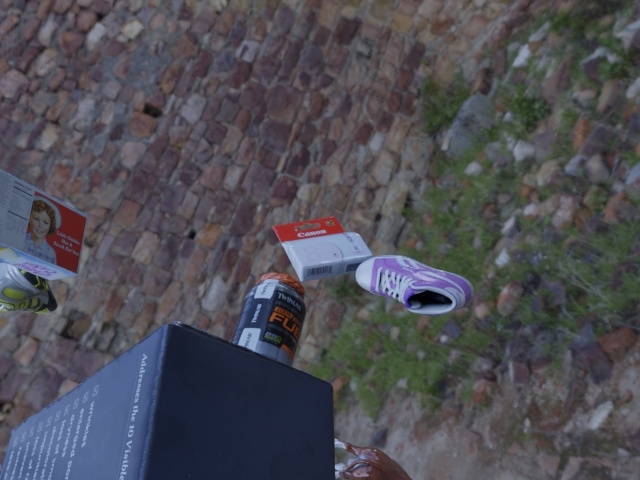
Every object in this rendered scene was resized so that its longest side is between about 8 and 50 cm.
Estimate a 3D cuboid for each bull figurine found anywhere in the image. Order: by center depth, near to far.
[{"bbox_3d":[0.141,0.556,1.339,0.188,0.310,0.101,-2,43,39],"label":"bull figurine"}]

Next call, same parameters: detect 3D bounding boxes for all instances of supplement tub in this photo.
[{"bbox_3d":[-0.164,0.281,1.863,0.207,0.207,0.338,120,168,-51],"label":"supplement tub"}]

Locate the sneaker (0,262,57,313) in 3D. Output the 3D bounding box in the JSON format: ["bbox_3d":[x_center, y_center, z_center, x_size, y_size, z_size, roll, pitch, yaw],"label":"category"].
[{"bbox_3d":[-0.842,0.134,1.651,0.147,0.145,0.384,-27,-12,-19],"label":"sneaker"}]

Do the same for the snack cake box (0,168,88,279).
[{"bbox_3d":[-0.633,-0.030,1.268,0.264,0.089,0.152,42,-137,-57],"label":"snack cake box"}]

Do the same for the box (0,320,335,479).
[{"bbox_3d":[-0.237,0.437,0.773,0.472,0.297,0.480,-35,41,36],"label":"box"}]

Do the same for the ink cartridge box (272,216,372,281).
[{"bbox_3d":[0.000,0.000,1.503,0.232,0.189,0.066,-118,27,-42],"label":"ink cartridge box"}]

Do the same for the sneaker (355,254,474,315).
[{"bbox_3d":[0.184,0.098,1.318,0.161,0.282,0.102,-14,-71,-58],"label":"sneaker"}]

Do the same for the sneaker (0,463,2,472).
[{"bbox_3d":[-0.958,0.702,1.739,0.077,0.178,0.072,-36,43,1],"label":"sneaker"}]
